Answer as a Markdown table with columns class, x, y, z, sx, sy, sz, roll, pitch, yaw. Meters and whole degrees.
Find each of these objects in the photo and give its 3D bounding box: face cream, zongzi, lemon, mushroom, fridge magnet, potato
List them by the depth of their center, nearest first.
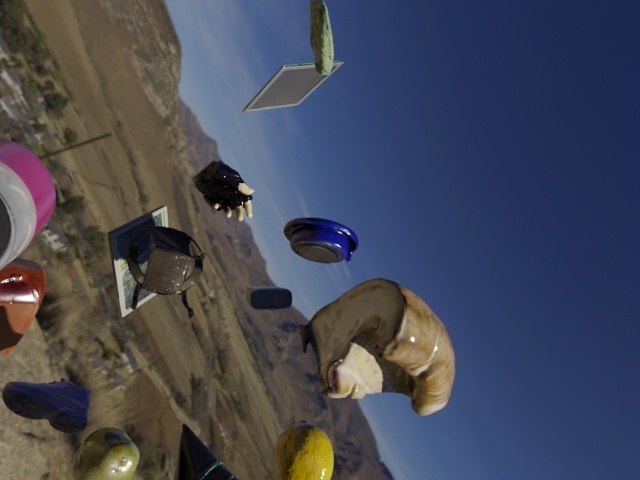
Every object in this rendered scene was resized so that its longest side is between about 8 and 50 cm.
| class | x | y | z | sx | sy | sz | roll | pitch | yaw |
| --- | --- | --- | --- | --- | --- | --- | --- | --- | --- |
| face cream | -0.485 | -0.048 | 0.665 | 0.195 | 0.175 | 0.175 | -125 | -166 | -65 |
| potato | -0.487 | 0.514 | 1.105 | 0.194 | 0.157 | 0.157 | -31 | -99 | 44 |
| mushroom | 0.202 | 0.256 | 1.119 | 0.397 | 0.313 | 0.225 | 27 | 36 | -30 |
| zongzi | -0.249 | 0.642 | 1.154 | 0.319 | 0.383 | 0.363 | 3 | 89 | -66 |
| lemon | -0.051 | 0.671 | 1.468 | 0.244 | 0.186 | 0.187 | -100 | 177 | -45 |
| fridge magnet | 0.000 | 0.000 | 1.645 | 0.265 | 0.265 | 0.113 | 87 | 14 | -65 |

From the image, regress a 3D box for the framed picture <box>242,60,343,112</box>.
| class | x | y | z | sx | sy | sz | roll | pitch | yaw |
| --- | --- | --- | --- | --- | --- | --- | --- | --- | --- |
| framed picture | -0.095 | -0.487 | 1.510 | 0.296 | 0.232 | 0.019 | -22 | -92 | 55 |

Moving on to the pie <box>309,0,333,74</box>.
| class | x | y | z | sx | sy | sz | roll | pitch | yaw |
| --- | --- | --- | --- | --- | --- | --- | --- | --- | --- |
| pie | -0.002 | -0.512 | 1.207 | 0.187 | 0.041 | 0.187 | 170 | -90 | -85 |

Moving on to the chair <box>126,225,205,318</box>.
| class | x | y | z | sx | sy | sz | roll | pitch | yaw |
| --- | --- | --- | --- | --- | --- | --- | --- | --- | --- |
| chair | -0.345 | 0.054 | 1.078 | 0.213 | 0.174 | 0.149 | 43 | -62 | 63 |

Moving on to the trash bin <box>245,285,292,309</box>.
| class | x | y | z | sx | sy | sz | roll | pitch | yaw |
| --- | --- | --- | --- | --- | --- | --- | --- | --- | --- |
| trash bin | -0.147 | 0.159 | 1.346 | 0.130 | 0.116 | 0.059 | 172 | -80 | -75 |

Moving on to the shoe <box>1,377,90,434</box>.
| class | x | y | z | sx | sy | sz | roll | pitch | yaw |
| --- | --- | --- | --- | --- | --- | --- | --- | --- | --- |
| shoe | -0.765 | 0.442 | 1.360 | 0.245 | 0.095 | 0.138 | 42 | 17 | -30 |

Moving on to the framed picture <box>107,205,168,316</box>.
| class | x | y | z | sx | sy | sz | roll | pitch | yaw |
| --- | --- | --- | --- | --- | --- | --- | --- | --- | --- |
| framed picture | -0.586 | 0.067 | 1.580 | 0.020 | 0.240 | 0.325 | 20 | -58 | 21 |

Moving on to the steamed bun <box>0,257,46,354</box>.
| class | x | y | z | sx | sy | sz | roll | pitch | yaw |
| --- | --- | --- | --- | --- | --- | --- | --- | --- | --- |
| steamed bun | -1.089 | 0.195 | 1.607 | 0.234 | 0.379 | 0.248 | 13 | 38 | -45 |

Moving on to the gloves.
| class | x | y | z | sx | sy | sz | roll | pitch | yaw |
| --- | --- | --- | --- | --- | --- | --- | --- | --- | --- |
| gloves | -0.285 | -0.146 | 1.465 | 0.203 | 0.164 | 0.124 | 49 | 35 | -16 |
